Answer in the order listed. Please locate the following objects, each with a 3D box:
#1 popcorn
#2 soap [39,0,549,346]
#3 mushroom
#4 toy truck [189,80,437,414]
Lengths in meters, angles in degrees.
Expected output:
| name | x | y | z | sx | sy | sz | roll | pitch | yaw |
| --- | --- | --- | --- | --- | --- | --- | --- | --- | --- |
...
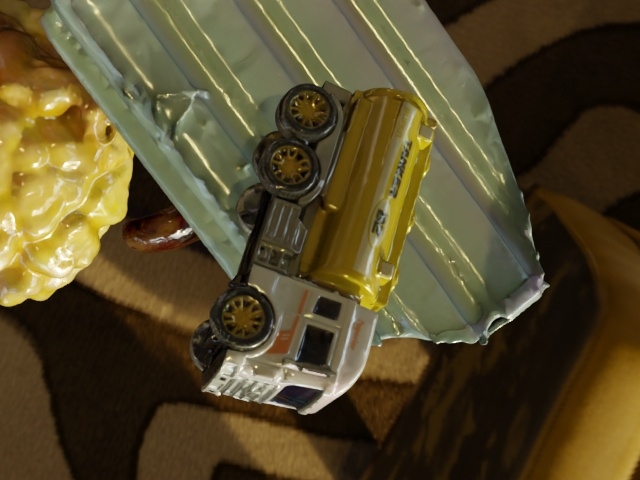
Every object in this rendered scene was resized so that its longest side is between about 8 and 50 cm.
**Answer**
| name | x | y | z | sx | sy | sz | roll | pitch | yaw |
| --- | --- | --- | --- | --- | --- | --- | --- | --- | --- |
| popcorn | -0.385 | -0.100 | 1.313 | 0.381 | 0.349 | 0.349 | -6 | 112 | -44 |
| soap | -0.003 | -0.092 | 1.039 | 0.261 | 0.156 | 0.446 | -40 | 96 | -18 |
| mushroom | -0.169 | -0.016 | 1.402 | 0.123 | 0.123 | 0.052 | -18 | 86 | 3 |
| toy truck | 0.000 | 0.000 | 0.782 | 0.114 | 0.098 | 0.227 | 20 | 68 | -8 |
